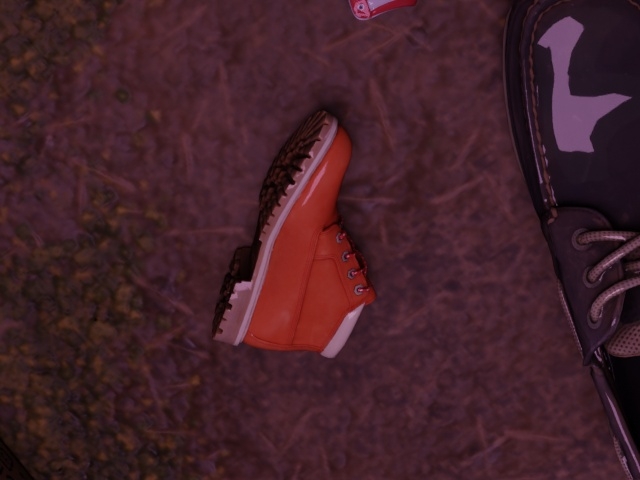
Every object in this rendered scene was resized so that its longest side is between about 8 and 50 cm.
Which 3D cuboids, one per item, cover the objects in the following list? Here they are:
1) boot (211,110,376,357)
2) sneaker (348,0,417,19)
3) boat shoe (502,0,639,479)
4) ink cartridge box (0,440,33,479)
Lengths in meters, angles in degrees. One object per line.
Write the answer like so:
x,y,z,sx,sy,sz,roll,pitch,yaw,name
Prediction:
0.000,0.000,0.999,0.085,0.059,0.158,17,121,-9,boot
0.002,-0.156,0.937,0.119,0.042,0.067,10,110,-4,sneaker
0.194,0.016,0.955,0.132,0.130,0.355,-19,111,9,boat shoe
-0.294,0.164,1.058,0.193,0.088,0.234,-31,109,13,ink cartridge box
